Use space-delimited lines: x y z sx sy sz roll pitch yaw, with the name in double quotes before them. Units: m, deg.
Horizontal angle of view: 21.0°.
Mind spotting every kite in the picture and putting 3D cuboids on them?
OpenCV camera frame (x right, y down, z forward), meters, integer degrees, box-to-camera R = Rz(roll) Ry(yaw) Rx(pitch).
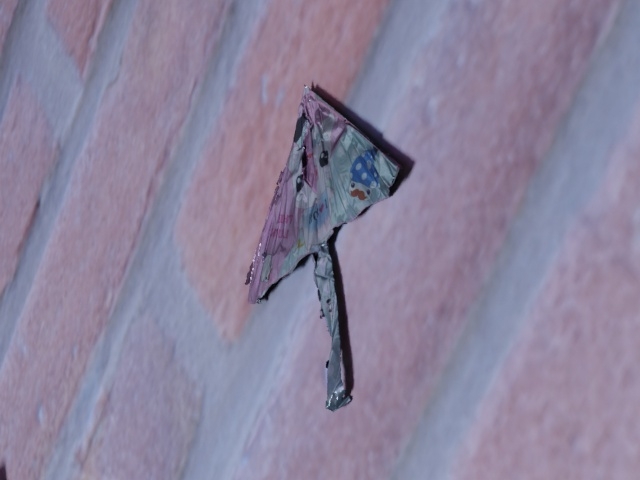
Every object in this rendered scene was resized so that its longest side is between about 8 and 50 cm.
"kite" 0.000 0.000 0.745 0.139 0.011 0.156 -45 43 50
